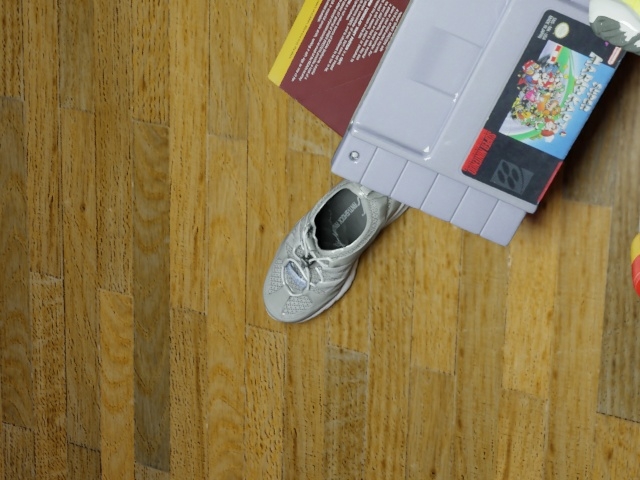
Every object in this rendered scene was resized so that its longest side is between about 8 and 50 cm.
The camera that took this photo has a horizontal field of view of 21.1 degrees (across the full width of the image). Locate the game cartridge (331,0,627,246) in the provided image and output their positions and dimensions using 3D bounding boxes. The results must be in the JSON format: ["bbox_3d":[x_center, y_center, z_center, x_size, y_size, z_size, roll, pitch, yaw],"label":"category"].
[{"bbox_3d":[0.183,-0.175,1.841,0.230,0.068,0.355,25,121,-2],"label":"game cartridge"}]

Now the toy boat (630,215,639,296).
[{"bbox_3d":[0.437,-0.064,1.780,0.267,0.148,0.318,37,128,-16],"label":"toy boat"}]

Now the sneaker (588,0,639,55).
[{"bbox_3d":[0.440,-0.234,1.590,0.385,0.145,0.147,-2,102,4],"label":"sneaker"}]

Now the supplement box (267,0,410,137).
[{"bbox_3d":[0.080,-0.217,1.981,0.194,0.129,0.191,39,122,18],"label":"supplement box"}]

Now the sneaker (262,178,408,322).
[{"bbox_3d":[0.000,0.000,2.107,0.105,0.115,0.281,45,123,14],"label":"sneaker"}]
